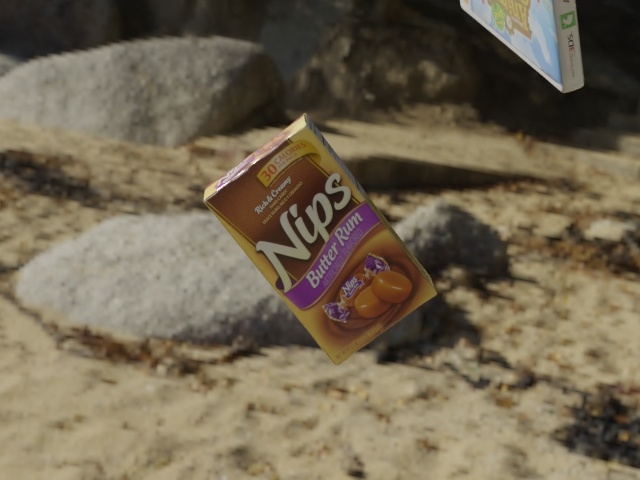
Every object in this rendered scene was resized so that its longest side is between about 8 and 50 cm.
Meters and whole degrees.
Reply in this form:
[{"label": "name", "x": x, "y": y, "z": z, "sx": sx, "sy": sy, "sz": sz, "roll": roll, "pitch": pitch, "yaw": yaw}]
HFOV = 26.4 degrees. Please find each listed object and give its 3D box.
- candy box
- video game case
[{"label": "candy box", "x": 0.000, "y": 0.000, "z": 1.151, "sx": 0.187, "sy": 0.109, "sz": 0.053, "roll": 51, "pitch": 8, "yaw": -13}, {"label": "video game case", "x": 0.147, "y": -0.243, "z": 1.090, "sx": 0.023, "sy": 0.193, "sz": 0.212, "roll": -19, "pitch": 32, "yaw": -9}]
